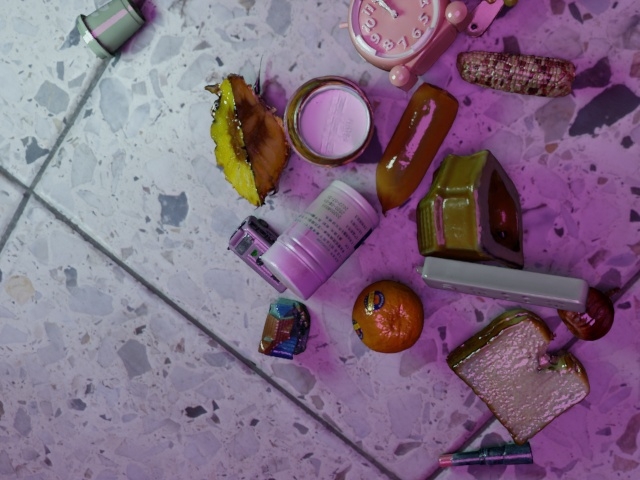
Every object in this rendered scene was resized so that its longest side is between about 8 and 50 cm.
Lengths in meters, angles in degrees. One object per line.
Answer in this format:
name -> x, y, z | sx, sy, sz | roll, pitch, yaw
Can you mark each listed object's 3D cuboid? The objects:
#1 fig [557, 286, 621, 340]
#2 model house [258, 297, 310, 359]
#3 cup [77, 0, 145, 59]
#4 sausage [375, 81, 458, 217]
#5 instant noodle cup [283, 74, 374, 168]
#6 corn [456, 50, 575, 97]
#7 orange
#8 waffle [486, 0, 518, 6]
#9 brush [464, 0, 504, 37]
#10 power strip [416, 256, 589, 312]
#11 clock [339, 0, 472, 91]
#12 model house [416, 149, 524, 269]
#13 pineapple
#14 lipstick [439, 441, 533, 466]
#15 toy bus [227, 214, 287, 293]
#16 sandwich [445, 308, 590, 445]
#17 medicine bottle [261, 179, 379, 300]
fig -> 0.620, 0.167, 1.471 | 0.150, 0.128, 0.128 | -4, 103, 8
model house -> -0.096, 0.238, 1.622 | 0.119, 0.149, 0.148 | 15, 108, 7
cup -> -0.495, -0.513, 1.542 | 0.141, 0.120, 0.120 | -31, 96, 7
sausage -> 0.204, -0.197, 1.478 | 0.112, 0.112, 0.328 | 28, 110, 4
instant noodle cup -> 0.023, -0.265, 1.439 | 0.215, 0.172, 0.216 | 0, 100, -2
corn -> 0.419, -0.363, 1.398 | 0.253, 0.086, 0.086 | 11, 106, 10
orange -> 0.161, 0.183, 1.545 | 0.177, 0.155, 0.178 | 3, 74, -10
waffle -> 0.354, -0.649, 1.315 | 0.307, 0.060, 0.312 | 39, 116, 17
brush -> 0.424, -0.572, 1.365 | 0.070, 0.065, 0.327 | 38, 118, -4
power strip -> 0.402, 0.097, 1.466 | 0.385, 0.091, 0.062 | 8, 73, 26
clock -> 0.172, -0.481, 1.402 | 0.241, 0.142, 0.227 | 45, 108, 8
model house -> 0.319, -0.062, 1.468 | 0.239, 0.173, 0.268 | 0, 95, 49
pineapple -> -0.171, -0.246, 1.542 | 0.161, 0.158, 0.335 | -15, 98, 54
lipstick -> 0.419, 0.556, 1.645 | 0.234, 0.053, 0.054 | -14, 101, 17
toy bus -> -0.135, 0.035, 1.600 | 0.199, 0.108, 0.096 | 41, 108, 0
sandwich -> 0.480, 0.315, 1.549 | 0.249, 0.095, 0.273 | -41, 94, 18
medicine bottle -> 0.000, 0.000, 1.489 | 0.152, 0.152, 0.254 | 44, 80, -1
